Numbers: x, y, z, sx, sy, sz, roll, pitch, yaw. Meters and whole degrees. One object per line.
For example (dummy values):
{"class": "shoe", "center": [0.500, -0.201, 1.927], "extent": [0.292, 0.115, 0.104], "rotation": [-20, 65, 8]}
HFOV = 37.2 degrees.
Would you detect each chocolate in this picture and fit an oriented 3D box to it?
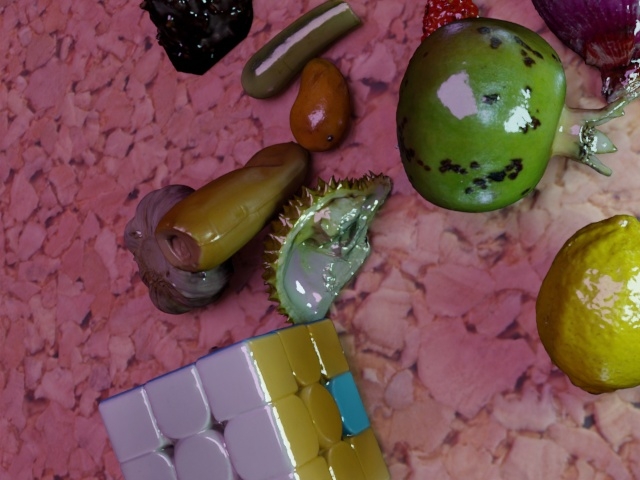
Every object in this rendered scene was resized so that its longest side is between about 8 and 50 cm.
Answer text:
{"class": "chocolate", "center": [-0.263, -0.458, 1.795], "extent": [0.224, 0.177, 0.206], "rotation": [-36, 65, 18]}

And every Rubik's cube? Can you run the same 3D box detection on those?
{"class": "Rubik's cube", "center": [-0.109, 0.309, 1.465], "extent": [0.290, 0.291, 0.291], "rotation": [-24, 82, 23]}

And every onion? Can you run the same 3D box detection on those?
{"class": "onion", "center": [0.424, -0.380, 1.393], "extent": [0.267, 0.159, 0.349], "rotation": [-13, 73, 31]}

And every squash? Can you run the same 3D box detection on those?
{"class": "squash", "center": [-0.042, -0.344, 1.705], "extent": [0.250, 0.083, 0.083], "rotation": [-36, 65, 16]}

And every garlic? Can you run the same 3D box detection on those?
{"class": "garlic", "center": [-0.241, 0.014, 1.707], "extent": [0.245, 0.160, 0.245], "rotation": [17, 115, 41]}

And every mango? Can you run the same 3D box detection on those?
{"class": "mango", "center": [0.003, -0.235, 1.652], "extent": [0.115, 0.089, 0.165], "rotation": [11, 82, 40]}

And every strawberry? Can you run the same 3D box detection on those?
{"class": "strawberry", "center": [0.204, -0.335, 1.557], "extent": [0.121, 0.082, 0.188], "rotation": [-18, 75, 29]}

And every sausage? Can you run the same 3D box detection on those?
{"class": "sausage", "center": [-0.127, -0.069, 1.593], "extent": [0.134, 0.354, 0.116], "rotation": [-11, 112, 42]}

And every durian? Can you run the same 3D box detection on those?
{"class": "durian", "center": [0.000, 0.000, 1.575], "extent": [0.166, 0.172, 0.306], "rotation": [33, 89, 6]}

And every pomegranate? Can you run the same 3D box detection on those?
{"class": "pomegranate", "center": [0.261, -0.164, 1.386], "extent": [0.323, 0.291, 0.291], "rotation": [32, 97, 21]}

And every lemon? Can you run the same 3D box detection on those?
{"class": "lemon", "center": [0.397, 0.090, 1.294], "extent": [0.204, 0.204, 0.260], "rotation": [18, 108, 31]}

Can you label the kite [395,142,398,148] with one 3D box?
{"class": "kite", "center": [0.149, -0.202, 1.554], "extent": [0.011, 0.139, 0.157], "rotation": [25, 51, 2]}
